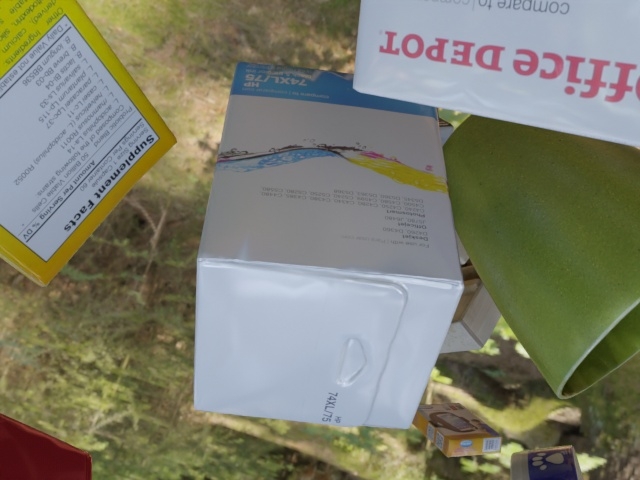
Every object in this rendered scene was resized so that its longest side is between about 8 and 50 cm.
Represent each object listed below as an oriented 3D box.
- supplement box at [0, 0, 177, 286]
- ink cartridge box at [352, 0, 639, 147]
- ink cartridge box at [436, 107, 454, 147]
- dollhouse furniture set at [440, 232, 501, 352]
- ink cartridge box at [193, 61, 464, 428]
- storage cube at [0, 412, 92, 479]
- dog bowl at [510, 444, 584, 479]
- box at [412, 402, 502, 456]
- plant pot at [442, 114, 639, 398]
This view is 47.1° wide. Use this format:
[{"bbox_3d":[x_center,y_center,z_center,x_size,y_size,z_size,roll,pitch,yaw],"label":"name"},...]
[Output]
[{"bbox_3d":[-0.317,-0.154,0.609,0.195,0.194,0.356,29,162,32],"label":"supplement box"},{"bbox_3d":[0.148,-0.214,0.376,0.226,0.306,0.131,21,-156,39],"label":"ink cartridge box"},{"bbox_3d":[0.085,-0.106,1.019,0.223,0.224,0.045,-7,-172,-23],"label":"ink cartridge box"},{"bbox_3d":[0.188,-0.020,1.367,0.394,0.256,0.362,49,146,-15],"label":"dollhouse furniture set"},{"bbox_3d":[0.000,0.000,0.671,0.197,0.270,0.198,6,133,-5],"label":"ink cartridge box"},{"bbox_3d":[-0.318,0.255,0.582,0.193,0.183,0.215,38,-165,-32],"label":"storage cube"},{"bbox_3d":[0.398,0.479,1.215,0.104,0.265,0.265,-15,153,18],"label":"dog bowl"},{"bbox_3d":[0.181,0.257,1.017,0.081,0.028,0.136,2,-169,-19],"label":"box"},{"bbox_3d":[0.275,-0.022,0.842,0.293,0.274,0.275,51,-179,29],"label":"plant pot"}]
